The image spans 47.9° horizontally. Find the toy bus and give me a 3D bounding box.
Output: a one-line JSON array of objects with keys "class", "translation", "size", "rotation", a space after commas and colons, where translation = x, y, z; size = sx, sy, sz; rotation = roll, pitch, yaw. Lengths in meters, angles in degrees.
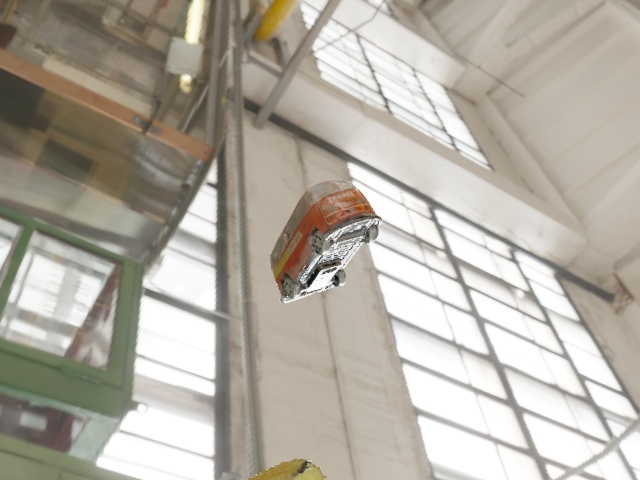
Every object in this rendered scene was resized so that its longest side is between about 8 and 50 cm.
[{"class": "toy bus", "translation": [0.000, 0.000, 0.800], "size": [0.077, 0.079, 0.174], "rotation": [63, -31, 22]}]

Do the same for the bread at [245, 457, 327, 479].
[{"class": "bread", "translation": [-0.098, 0.458, 1.115], "size": [0.147, 0.160, 0.260], "rotation": [-7, -159, 41]}]
